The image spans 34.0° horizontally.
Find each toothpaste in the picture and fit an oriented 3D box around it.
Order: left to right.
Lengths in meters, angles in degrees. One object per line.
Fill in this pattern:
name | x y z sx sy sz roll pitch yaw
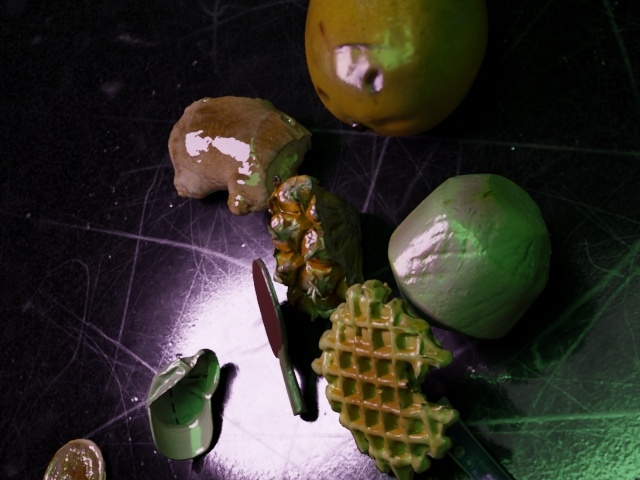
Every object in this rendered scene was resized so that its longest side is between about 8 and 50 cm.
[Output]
toothpaste | 0.203 0.289 1.399 0.057 0.035 0.197 -40 49 -4

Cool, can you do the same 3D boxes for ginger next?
ginger | -0.143 -0.136 1.766 0.276 0.130 0.221 -20 66 28

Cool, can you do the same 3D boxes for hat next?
hat | -0.212 0.261 1.650 0.122 0.081 0.166 -7 73 -16

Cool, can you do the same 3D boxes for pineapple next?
pineapple | 0.000 0.000 1.602 0.114 0.186 0.236 -7 106 23

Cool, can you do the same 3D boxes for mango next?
mango | 0.117 -0.366 1.669 0.301 0.220 0.445 -15 56 27

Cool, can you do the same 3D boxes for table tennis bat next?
table tennis bat | -0.064 0.145 1.591 0.022 0.138 0.246 -14 76 -13

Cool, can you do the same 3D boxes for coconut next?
coconut | 0.199 0.029 1.429 0.236 0.204 0.236 5 98 34

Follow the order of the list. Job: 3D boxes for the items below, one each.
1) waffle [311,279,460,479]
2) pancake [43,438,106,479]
waffle | 0.086 0.197 1.424 0.261 0.056 0.250 49 133 28
pancake | -0.404 0.393 1.718 0.139 0.022 0.139 -14 60 26
